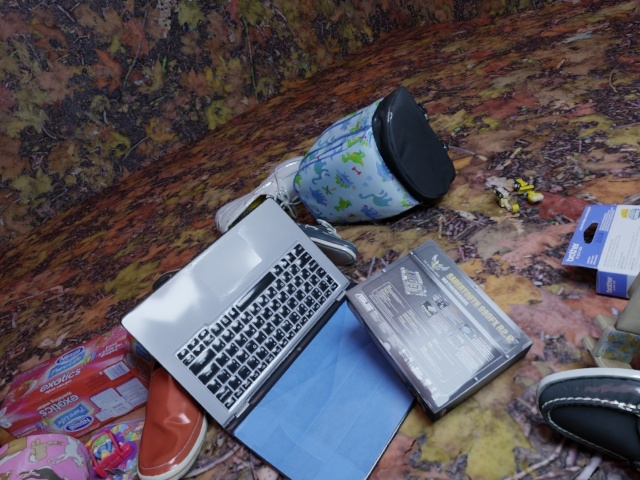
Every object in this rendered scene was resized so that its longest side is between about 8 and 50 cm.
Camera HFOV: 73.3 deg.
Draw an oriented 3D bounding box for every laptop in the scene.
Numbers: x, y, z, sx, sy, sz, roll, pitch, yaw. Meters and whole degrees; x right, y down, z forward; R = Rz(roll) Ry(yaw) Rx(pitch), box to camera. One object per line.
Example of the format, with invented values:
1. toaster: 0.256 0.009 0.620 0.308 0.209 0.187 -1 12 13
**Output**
1. laptop: -0.043 0.134 0.738 0.382 0.408 0.236 -45 4 -32

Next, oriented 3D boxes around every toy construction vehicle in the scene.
1. toy construction vehicle: 0.440 -0.099 0.962 0.085 0.035 0.098 -14 33 -6

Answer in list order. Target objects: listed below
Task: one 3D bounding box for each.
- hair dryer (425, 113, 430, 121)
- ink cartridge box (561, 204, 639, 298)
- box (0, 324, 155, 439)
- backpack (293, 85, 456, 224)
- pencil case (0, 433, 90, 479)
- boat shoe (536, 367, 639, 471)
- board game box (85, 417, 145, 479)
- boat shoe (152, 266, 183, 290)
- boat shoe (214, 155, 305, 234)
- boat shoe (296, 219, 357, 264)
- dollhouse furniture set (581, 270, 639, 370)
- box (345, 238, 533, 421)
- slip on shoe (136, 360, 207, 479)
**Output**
1. hair dryer: 0.168 -0.330 1.335 0.223 0.080 0.293 -1 -22 -30
2. ink cartridge box: 0.567 0.022 0.664 0.311 0.065 0.186 10 44 39
3. box: -0.471 0.294 0.862 0.256 0.128 0.123 -26 31 -4
4. backpack: 0.101 -0.180 1.081 0.355 0.290 0.273 10 59 51
5. pencil case: -0.351 0.425 0.547 0.386 0.167 0.160 26 78 51
6. boat shoe: 0.386 0.214 0.443 0.302 0.114 0.091 0 32 34
7. board game box: -0.382 0.376 0.772 0.168 0.033 0.133 -15 32 12
8. boat shoe: -0.393 0.107 1.169 0.132 0.049 0.042 -24 23 -9
9. boat shoe: -0.136 -0.117 1.260 0.367 0.136 0.156 -32 32 -11
10. boat shoe: 0.000 0.000 1.040 0.254 0.095 0.079 5 52 52
11. dollhouse furniture set: 0.463 0.104 0.458 0.241 0.212 0.161 11 29 3
12. box: 0.175 0.130 0.680 0.183 0.056 0.231 -31 56 -12
13. slip on shoe: -0.269 0.277 0.783 0.122 0.101 0.331 -17 33 5
